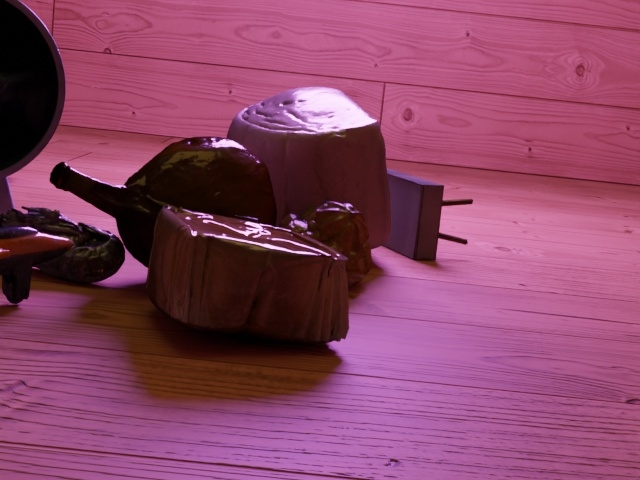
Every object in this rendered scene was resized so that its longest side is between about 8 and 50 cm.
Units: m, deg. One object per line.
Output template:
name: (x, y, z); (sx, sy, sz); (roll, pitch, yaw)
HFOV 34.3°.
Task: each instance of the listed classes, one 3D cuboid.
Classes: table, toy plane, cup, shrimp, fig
table: (0.153, -0.049, 1.727); (0.111, 0.121, 0.240); (2, 11, -23)
toy plane: (-0.373, 0.031, 1.017); (0.204, 0.102, 0.316); (15, 6, 35)
cup: (-0.496, -0.205, 1.464); (0.331, 0.257, 0.311); (51, -11, -26)
shrimp: (-0.339, -0.008, 1.255); (0.233, 0.090, 0.079); (21, 48, 21)
fig: (-0.195, -0.049, 1.225); (0.290, 0.190, 0.191); (14, 5, -30)

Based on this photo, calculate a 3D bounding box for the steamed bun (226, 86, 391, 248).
steamed bun: (-0.042, -0.110, 1.615); (0.236, 0.246, 0.383); (-7, 18, -10)

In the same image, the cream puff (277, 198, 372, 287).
cream puff: (0.000, 0.000, 1.363); (0.146, 0.116, 0.146); (6, 13, -1)

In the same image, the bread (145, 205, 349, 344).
bread: (-0.079, 0.041, 1.081); (0.192, 0.109, 0.210); (9, 8, -24)
